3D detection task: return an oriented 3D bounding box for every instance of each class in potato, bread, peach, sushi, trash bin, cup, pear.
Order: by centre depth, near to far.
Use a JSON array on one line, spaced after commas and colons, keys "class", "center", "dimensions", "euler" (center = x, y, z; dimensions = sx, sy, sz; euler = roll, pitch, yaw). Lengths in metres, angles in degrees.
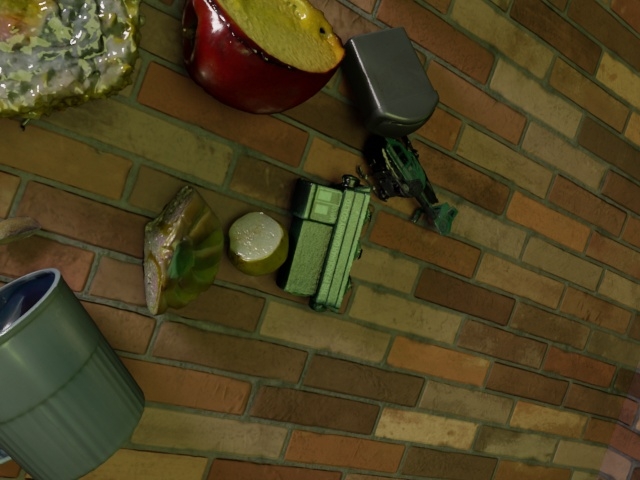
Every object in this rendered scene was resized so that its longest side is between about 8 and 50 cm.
[{"class": "sushi", "center": [-0.470, -0.398, 0.953], "dimensions": [0.351, 0.240, 0.397], "euler": [-17, 104, -21]}, {"class": "cup", "center": [-0.526, 0.270, 1.061], "dimensions": [0.331, 0.256, 0.311], "euler": [-37, 117, -19]}, {"class": "potato", "center": [-0.577, -0.017, 1.104], "dimensions": [0.093, 0.036, 0.037], "euler": [-24, 75, -41]}, {"class": "peach", "center": [-0.123, -0.377, 1.184], "dimensions": [0.361, 0.201, 0.258], "euler": [-3, 66, -43]}, {"class": "bread", "center": [-0.270, 0.022, 1.209], "dimensions": [0.156, 0.158, 0.261], "euler": [-3, 104, -31]}, {"class": "pear", "center": [-0.137, 0.016, 1.305], "dimensions": [0.141, 0.141, 0.104], "euler": [-35, 156, -18]}, {"class": "trash bin", "center": [0.160, -0.356, 1.353], "dimensions": [0.176, 0.101, 0.237], "euler": [-20, 84, -22]}]

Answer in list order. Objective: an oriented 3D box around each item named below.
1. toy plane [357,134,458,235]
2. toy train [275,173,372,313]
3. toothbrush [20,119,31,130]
[{"class": "toy plane", "center": [0.222, -0.151, 1.474], "dimensions": [0.382, 0.106, 0.155], "euler": [50, 60, -21]}, {"class": "toy train", "center": [0.000, 0.000, 1.370], "dimensions": [0.178, 0.138, 0.331], "euler": [13, 97, -21]}, {"class": "toothbrush", "center": [-0.457, -0.315, 1.107], "dimensions": [0.028, 0.026, 0.294], "euler": [40, 81, -21]}]
